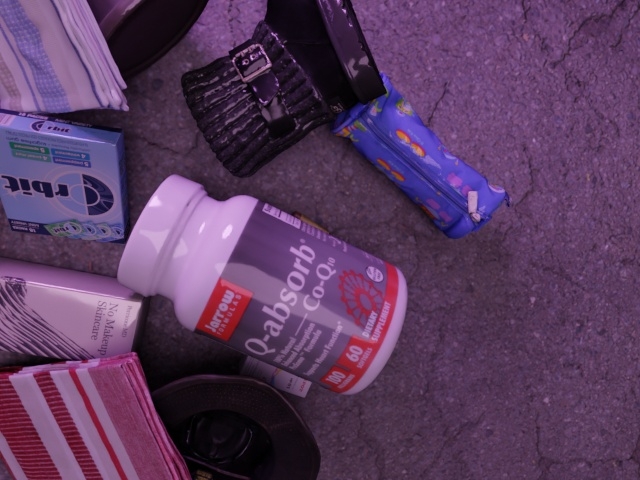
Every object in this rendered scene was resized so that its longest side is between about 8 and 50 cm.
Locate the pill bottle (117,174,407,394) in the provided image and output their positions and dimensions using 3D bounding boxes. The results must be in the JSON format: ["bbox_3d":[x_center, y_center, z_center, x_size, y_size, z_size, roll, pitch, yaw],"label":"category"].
[{"bbox_3d":[-0.078,0.062,0.638,0.363,0.210,0.210,25,93,-9],"label":"pill bottle"}]

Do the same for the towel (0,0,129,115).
[{"bbox_3d":[-0.366,-0.243,0.509,0.285,0.034,0.209,5,128,27],"label":"towel"}]

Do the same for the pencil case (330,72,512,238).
[{"bbox_3d":[0.160,-0.125,0.703,0.306,0.133,0.119,39,106,-13],"label":"pencil case"}]

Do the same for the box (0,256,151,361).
[{"bbox_3d":[-0.403,0.101,0.641,0.276,0.094,0.113,11,97,-12],"label":"box"}]

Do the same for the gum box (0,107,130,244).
[{"bbox_3d":[-0.351,-0.079,0.600,0.157,0.041,0.184,8,135,-13],"label":"gum box"}]

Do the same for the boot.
[{"bbox_3d":[-0.084,-0.290,0.631,0.260,0.131,0.347,-24,75,20],"label":"boot"}]

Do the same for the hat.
[{"bbox_3d":[-0.152,0.321,0.708,0.332,0.134,0.330,1,110,2],"label":"hat"}]

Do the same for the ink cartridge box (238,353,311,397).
[{"bbox_3d":[-0.066,0.201,0.747,0.123,0.052,0.088,23,93,-15],"label":"ink cartridge box"}]

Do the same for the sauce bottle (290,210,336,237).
[{"bbox_3d":[0.000,0.000,0.734,0.128,0.042,0.042,32,91,-12],"label":"sauce bottle"}]

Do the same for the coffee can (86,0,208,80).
[{"bbox_3d":[-0.302,-0.367,0.535,0.201,0.201,0.275,-43,103,-3],"label":"coffee can"}]

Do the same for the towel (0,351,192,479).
[{"bbox_3d":[-0.355,0.282,0.636,0.330,0.037,0.236,-11,105,21],"label":"towel"}]
